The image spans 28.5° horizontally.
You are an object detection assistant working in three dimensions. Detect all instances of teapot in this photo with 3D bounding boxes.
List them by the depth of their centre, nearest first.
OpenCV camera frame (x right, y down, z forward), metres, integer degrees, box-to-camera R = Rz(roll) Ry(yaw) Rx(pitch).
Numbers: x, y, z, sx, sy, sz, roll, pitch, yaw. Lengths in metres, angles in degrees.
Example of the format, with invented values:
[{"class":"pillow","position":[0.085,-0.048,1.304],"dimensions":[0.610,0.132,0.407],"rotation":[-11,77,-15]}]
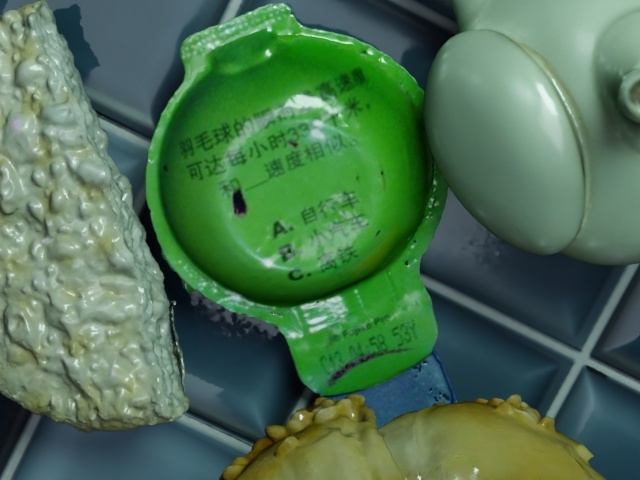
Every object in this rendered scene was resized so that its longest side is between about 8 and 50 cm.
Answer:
[{"class":"teapot","position":[0.118,-0.120,0.787],"dimensions":[0.149,0.220,0.318],"rotation":[-25,59,-24]}]

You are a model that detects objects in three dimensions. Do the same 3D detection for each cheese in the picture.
[{"class":"cheese","position":[0.000,0.000,0.847],"dimensions":[0.203,0.083,0.321],"rotation":[-22,111,0]}]

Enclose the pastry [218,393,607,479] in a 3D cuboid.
[{"class":"pastry","position":[0.050,0.225,0.836],"dimensions":[0.315,0.184,0.285],"rotation":[-18,119,-1]}]

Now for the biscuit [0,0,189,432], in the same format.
[{"class":"biscuit","position":[-0.194,-0.005,0.835],"dimensions":[0.179,0.084,0.281],"rotation":[-12,98,20]}]
